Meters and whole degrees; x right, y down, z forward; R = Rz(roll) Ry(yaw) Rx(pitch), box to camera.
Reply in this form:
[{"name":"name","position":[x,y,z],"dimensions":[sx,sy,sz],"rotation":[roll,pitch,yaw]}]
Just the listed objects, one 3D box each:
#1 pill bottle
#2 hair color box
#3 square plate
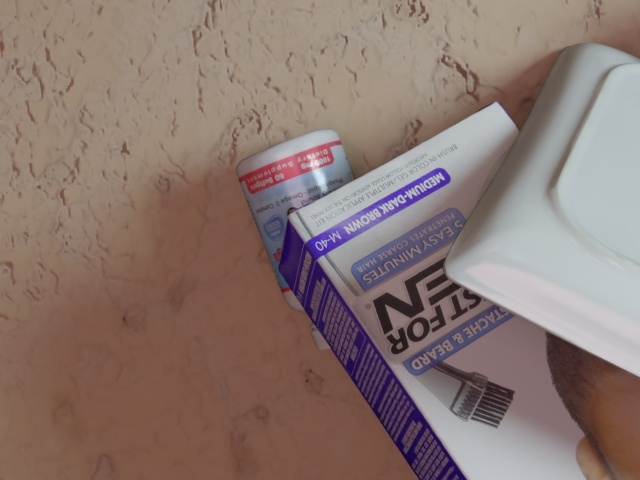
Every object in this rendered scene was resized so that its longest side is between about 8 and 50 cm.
[{"name":"pill bottle","position":[0.000,0.000,1.099],"dimensions":[0.087,0.087,0.160],"rotation":[-22,90,10]},{"name":"hair color box","position":[0.137,0.091,0.974],"dimensions":[0.185,0.110,0.339],"rotation":[-30,74,-18]},{"name":"square plate","position":[0.288,-0.002,0.936],"dimensions":[0.347,0.344,0.049],"rotation":[26,127,7]}]
